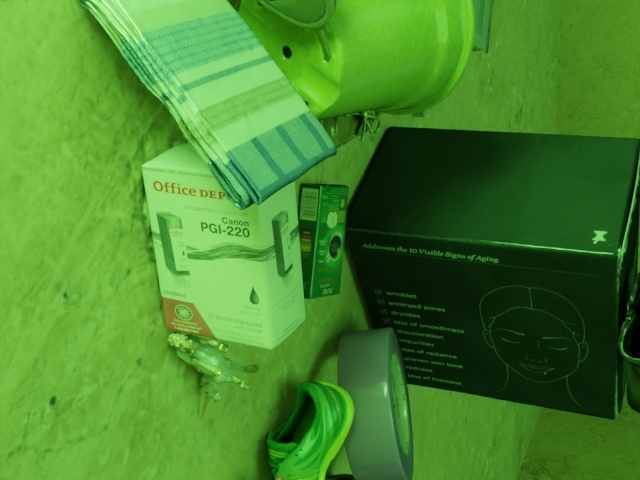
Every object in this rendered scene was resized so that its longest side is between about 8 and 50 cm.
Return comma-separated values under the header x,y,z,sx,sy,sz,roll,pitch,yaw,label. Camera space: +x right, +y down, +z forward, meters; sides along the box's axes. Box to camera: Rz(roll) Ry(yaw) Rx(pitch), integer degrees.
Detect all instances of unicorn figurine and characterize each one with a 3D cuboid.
x,y,z,sx,sy,sz,roll,pitch,yaw,label
-0.137,0.162,1.075,0.060,0.111,0.162,-51,127,-33,unicorn figurine

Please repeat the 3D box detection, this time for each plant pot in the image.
x,y,z,sx,sy,sz,roll,pitch,yaw,label
0.026,-0.272,1.138,0.254,0.276,0.276,-31,125,-46,plant pot

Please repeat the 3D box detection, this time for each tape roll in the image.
x,y,z,sx,sy,sz,roll,pitch,yaw,label
0.102,0.297,1.522,0.275,0.090,0.275,-8,90,-78,tape roll

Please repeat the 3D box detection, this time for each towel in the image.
x,y,z,sx,sy,sz,roll,pitch,yaw,label
-0.112,-0.176,0.905,0.285,0.034,0.209,52,34,-2,towel

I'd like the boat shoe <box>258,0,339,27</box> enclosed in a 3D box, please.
x,y,z,sx,sy,sz,roll,pitch,yaw,label
-0.076,-0.369,0.914,0.302,0.113,0.103,45,52,-27,boat shoe

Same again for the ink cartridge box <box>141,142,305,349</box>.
x,y,z,sx,sy,sz,roll,pitch,yaw,label
-0.110,0.004,0.998,0.092,0.158,0.218,-38,130,-56,ink cartridge box

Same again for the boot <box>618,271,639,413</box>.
x,y,z,sx,sy,sz,roll,pitch,yaw,label
0.581,0.108,1.440,0.223,0.118,0.338,62,37,-44,boot

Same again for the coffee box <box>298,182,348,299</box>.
x,y,z,sx,sy,sz,roll,pitch,yaw,label
0.000,0.000,1.377,0.113,0.040,0.184,-7,102,-64,coffee box

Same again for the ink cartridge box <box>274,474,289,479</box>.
x,y,z,sx,sy,sz,roll,pitch,yaw,label
-0.084,0.451,1.207,0.198,0.067,0.115,-41,113,-25,ink cartridge box

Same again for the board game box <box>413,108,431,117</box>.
x,y,z,sx,sy,sz,roll,pitch,yaw,label
0.230,-0.340,1.797,0.154,0.026,0.104,-53,142,-47,board game box

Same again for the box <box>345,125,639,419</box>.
x,y,z,sx,sy,sz,roll,pitch,yaw,label
0.347,0.060,1.623,0.472,0.479,0.297,71,34,-45,box

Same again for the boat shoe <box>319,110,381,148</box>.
x,y,z,sx,sy,sz,roll,pitch,yaw,label
0.072,-0.243,1.406,0.285,0.089,0.105,-59,147,-41,boat shoe

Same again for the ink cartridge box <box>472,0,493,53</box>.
x,y,z,sx,sy,sz,roll,pitch,yaw,label
0.264,-0.543,1.691,0.272,0.130,0.310,-4,100,-67,ink cartridge box

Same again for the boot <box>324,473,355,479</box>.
x,y,z,sx,sy,sz,roll,pitch,yaw,label
0.004,0.515,1.464,0.262,0.095,0.204,12,86,-67,boot

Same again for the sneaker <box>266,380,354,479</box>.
x,y,z,sx,sy,sz,roll,pitch,yaw,label
-0.048,0.358,1.333,0.123,0.109,0.296,32,69,-36,sneaker
